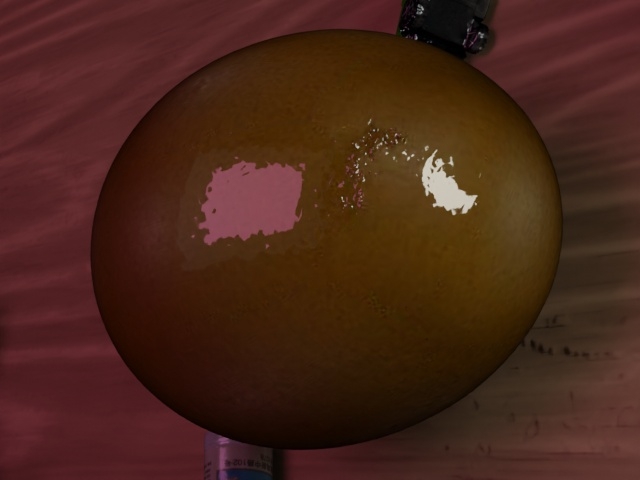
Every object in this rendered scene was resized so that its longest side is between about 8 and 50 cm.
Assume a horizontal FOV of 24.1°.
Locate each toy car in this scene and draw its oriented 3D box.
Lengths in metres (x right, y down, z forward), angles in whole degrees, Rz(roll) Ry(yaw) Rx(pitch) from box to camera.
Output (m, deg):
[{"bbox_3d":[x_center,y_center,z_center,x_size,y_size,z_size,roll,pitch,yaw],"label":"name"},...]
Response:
[{"bbox_3d":[0.106,-0.221,1.167,0.062,0.071,0.165,12,84,68],"label":"toy car"}]

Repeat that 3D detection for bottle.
[{"bbox_3d":[-0.066,0.256,1.181,0.060,0.060,0.217,-25,56,44],"label":"bottle"}]

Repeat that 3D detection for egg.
[{"bbox_3d":[0.000,0.000,1.022,0.351,0.283,0.282,-14,64,47],"label":"egg"}]
